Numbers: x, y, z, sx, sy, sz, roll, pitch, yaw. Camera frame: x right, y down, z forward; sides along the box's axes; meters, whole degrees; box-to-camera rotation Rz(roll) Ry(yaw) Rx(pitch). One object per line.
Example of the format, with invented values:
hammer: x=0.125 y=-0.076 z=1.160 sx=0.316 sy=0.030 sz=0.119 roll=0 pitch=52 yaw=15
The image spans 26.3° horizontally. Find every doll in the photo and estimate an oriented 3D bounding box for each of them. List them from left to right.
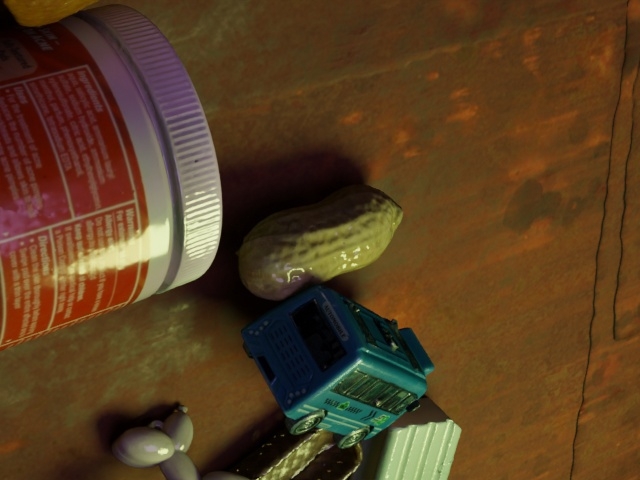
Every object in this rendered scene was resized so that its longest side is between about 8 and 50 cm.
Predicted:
doll: x=-0.152 y=0.259 z=1.449 sx=0.160 sy=0.059 sz=0.161 roll=37 pitch=54 yaw=-8

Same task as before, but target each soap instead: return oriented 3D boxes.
soap: x=0.096 y=0.299 z=1.704 sx=0.119 sy=0.066 sz=0.198 roll=-3 pitch=115 yaw=-38

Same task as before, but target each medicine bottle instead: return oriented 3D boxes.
medicine bottle: x=-0.243 y=-0.048 z=1.125 sx=0.241 sy=0.252 sz=0.252 roll=-19 pitch=124 yaw=-29

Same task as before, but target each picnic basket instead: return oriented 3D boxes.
picnic basket: x=-0.044 y=0.274 z=1.590 sx=0.193 sy=0.055 sz=0.110 roll=-37 pitch=132 yaw=-16

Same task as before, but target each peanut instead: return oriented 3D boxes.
peanut: x=0.000 y=0.000 z=1.444 sx=0.214 sy=0.099 sz=0.090 roll=-21 pitch=98 yaw=-34

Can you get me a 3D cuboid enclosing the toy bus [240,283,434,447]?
toy bus: x=0.022 y=0.135 z=1.468 sx=0.134 sy=0.113 sz=0.246 roll=-36 pitch=155 yaw=11

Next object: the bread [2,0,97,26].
bread: x=-0.223 y=-0.294 z=0.982 sx=0.172 sy=0.312 sz=0.312 roll=-36 pitch=132 yaw=-1
